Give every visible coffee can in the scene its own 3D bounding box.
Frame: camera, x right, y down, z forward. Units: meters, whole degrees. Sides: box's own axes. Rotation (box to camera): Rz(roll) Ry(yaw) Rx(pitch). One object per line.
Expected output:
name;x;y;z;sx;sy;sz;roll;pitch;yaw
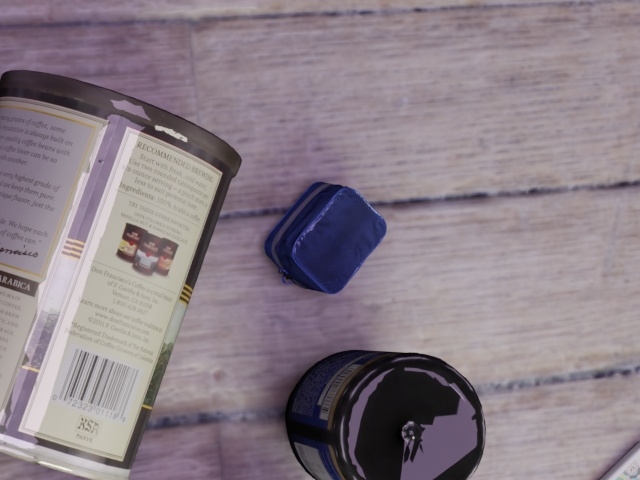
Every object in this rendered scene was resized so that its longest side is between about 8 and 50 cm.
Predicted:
coffee can;-0.201;0.030;1.167;0.201;0.201;0.275;21;82;-13

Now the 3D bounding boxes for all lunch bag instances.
lunch bag;0.000;0.000;1.296;0.098;0.065;0.067;-49;115;-14

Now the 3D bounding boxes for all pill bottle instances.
pill bottle;0.042;0.151;1.217;0.123;0.219;0.122;1;87;-15

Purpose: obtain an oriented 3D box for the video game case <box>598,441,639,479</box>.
video game case;0.290;0.292;1.382;0.157;0.019;0.143;-41;97;-14
